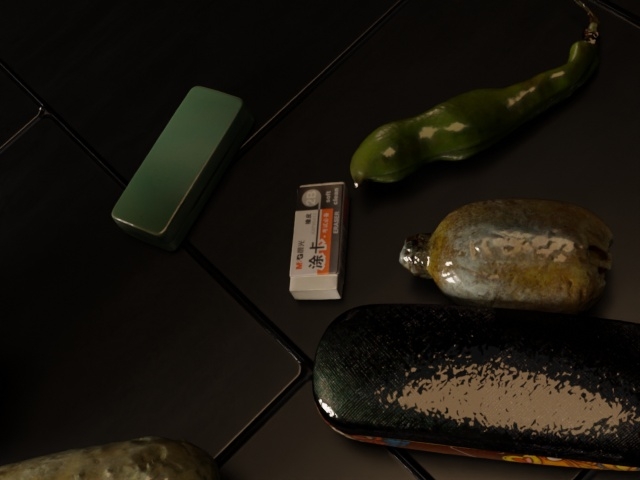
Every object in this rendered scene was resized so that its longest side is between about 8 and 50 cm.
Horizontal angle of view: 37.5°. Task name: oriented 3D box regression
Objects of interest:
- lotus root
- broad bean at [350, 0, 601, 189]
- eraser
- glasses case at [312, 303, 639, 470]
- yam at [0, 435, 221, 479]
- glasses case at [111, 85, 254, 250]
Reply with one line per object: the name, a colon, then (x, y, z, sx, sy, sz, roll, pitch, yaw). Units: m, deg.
lotus root: (0.167, 0.016, 0.862, 0.192, 0.088, 0.113, 3, 70, 19)
broad bean: (0.165, -0.138, 0.966, 0.318, 0.056, 0.098, -35, 52, -9)
eraser: (0.000, 0.000, 0.952, 0.052, 0.029, 0.122, -3, 61, 16)
glasses case: (0.149, 0.122, 0.811, 0.321, 0.082, 0.122, 3, 65, 17)
yam: (-0.246, 0.258, 0.837, 0.330, 0.133, 0.133, -17, 59, 4)
glasses case: (-0.149, -0.081, 1.035, 0.077, 0.039, 0.184, 20, 70, 26)
